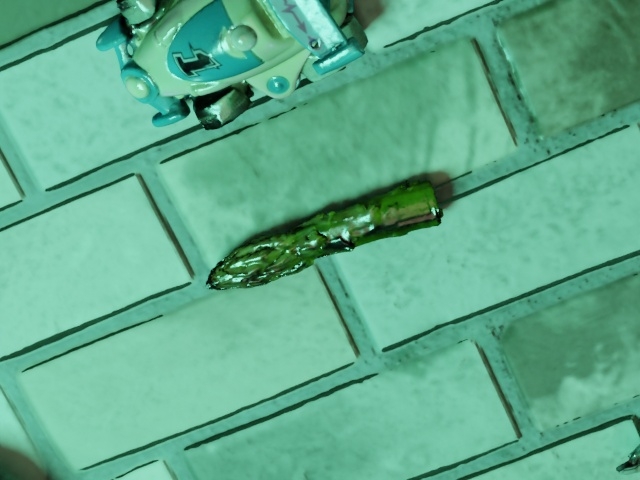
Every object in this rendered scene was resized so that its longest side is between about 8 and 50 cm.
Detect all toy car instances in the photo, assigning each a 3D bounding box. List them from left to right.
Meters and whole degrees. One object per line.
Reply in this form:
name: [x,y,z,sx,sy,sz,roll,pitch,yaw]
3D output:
toy car: [-0.059,-0.129,1.187,0.161,0.098,0.126,-30,108,10]

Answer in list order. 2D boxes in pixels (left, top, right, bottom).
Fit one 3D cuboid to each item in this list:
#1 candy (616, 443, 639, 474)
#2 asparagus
candy: [0.271,0.071,1.299,0.094,0.051,0.226,22,111,-12]
asparagus: [0.000,0.000,1.279,0.165,0.030,0.036,-21,139,8]
